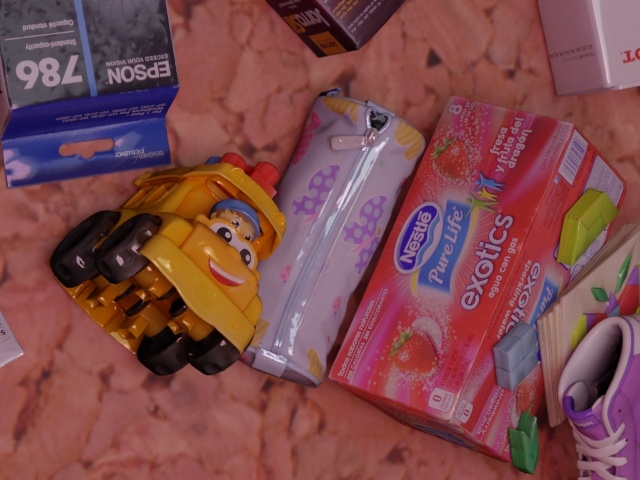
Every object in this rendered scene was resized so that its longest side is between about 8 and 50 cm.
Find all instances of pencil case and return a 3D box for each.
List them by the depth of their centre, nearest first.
[{"bbox_3d":[0.000,0.000,1.773,0.113,0.124,0.273,27,81,-19],"label":"pencil case"}]

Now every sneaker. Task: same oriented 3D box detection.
[{"bbox_3d":[0.260,0.204,1.778,0.161,0.102,0.282,11,89,-49],"label":"sneaker"}]

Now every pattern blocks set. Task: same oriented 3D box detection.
[{"bbox_3d":[0.269,0.078,1.829,0.325,0.026,0.285,-49,139,-30],"label":"pattern blocks set"}]

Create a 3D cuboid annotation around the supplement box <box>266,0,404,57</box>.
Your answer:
[{"bbox_3d":[-0.019,-0.266,1.777,0.188,0.104,0.081,46,74,-15],"label":"supplement box"}]

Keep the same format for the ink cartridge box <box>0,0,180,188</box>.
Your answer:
[{"bbox_3d":[-0.224,-0.220,1.717,0.165,0.065,0.332,-11,95,-23],"label":"ink cartridge box"}]

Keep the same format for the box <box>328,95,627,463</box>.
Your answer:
[{"bbox_3d":[0.153,0.036,1.798,0.154,0.142,0.300,36,75,-53],"label":"box"}]

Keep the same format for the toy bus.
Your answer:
[{"bbox_3d":[-0.104,0.000,1.686,0.149,0.220,0.211,49,67,-19],"label":"toy bus"}]

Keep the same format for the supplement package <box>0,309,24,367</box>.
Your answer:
[{"bbox_3d":[-0.373,0.037,1.581,0.149,0.194,0.203,-30,101,-19],"label":"supplement package"}]

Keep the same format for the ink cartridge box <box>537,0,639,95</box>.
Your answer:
[{"bbox_3d":[0.315,-0.294,1.908,0.198,0.115,0.273,-13,94,-21],"label":"ink cartridge box"}]
